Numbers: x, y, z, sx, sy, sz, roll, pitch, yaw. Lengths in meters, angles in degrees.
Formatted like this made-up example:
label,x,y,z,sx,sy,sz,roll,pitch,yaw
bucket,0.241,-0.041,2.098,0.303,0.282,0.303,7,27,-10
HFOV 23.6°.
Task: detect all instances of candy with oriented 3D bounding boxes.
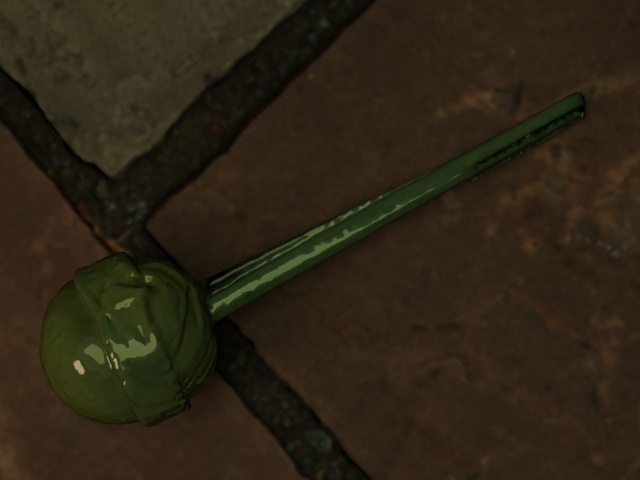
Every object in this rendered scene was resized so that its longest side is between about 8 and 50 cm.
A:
label,x,y,z,sx,sy,sz,roll,pitch,yaw
candy,0.000,0.000,0.849,0.335,0.093,0.092,-29,126,-4
